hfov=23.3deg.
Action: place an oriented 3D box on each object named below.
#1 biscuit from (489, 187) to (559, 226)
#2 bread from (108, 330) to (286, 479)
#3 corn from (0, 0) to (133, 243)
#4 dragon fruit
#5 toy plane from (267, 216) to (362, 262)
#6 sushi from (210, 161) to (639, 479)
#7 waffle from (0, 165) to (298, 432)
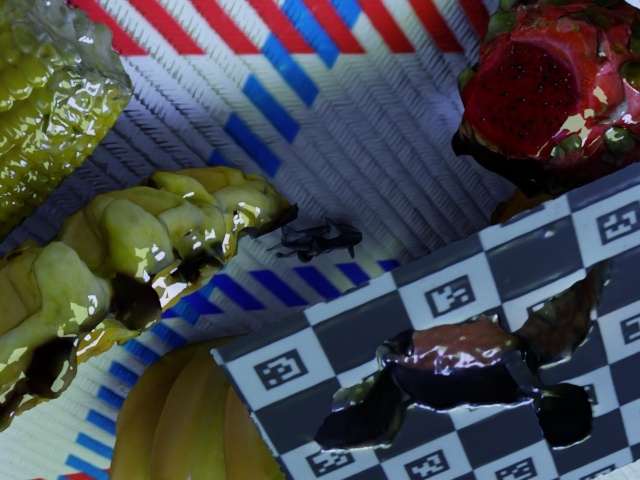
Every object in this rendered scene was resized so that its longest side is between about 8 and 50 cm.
[{"bbox_3d":[0.251,0.021,1.338,0.318,0.110,0.312,2,156,-20],"label":"biscuit"},{"bbox_3d":[-0.043,0.230,1.370,0.270,0.211,0.315,-14,131,26],"label":"bread"},{"bbox_3d":[-0.261,-0.025,0.965,0.344,0.131,0.131,-40,146,22],"label":"corn"},{"bbox_3d":[0.181,-0.103,1.098,0.166,0.160,0.172,-14,173,36],"label":"dragon fruit"},{"bbox_3d":[0.000,0.000,1.272,0.083,0.031,0.078,3,158,-33],"label":"toy plane"},{"bbox_3d":[0.122,0.089,1.163,0.343,0.064,0.359,-24,138,1],"label":"sushi"},{"bbox_3d":[-0.197,0.072,1.055,0.380,0.095,0.382,-38,179,15],"label":"waffle"}]
